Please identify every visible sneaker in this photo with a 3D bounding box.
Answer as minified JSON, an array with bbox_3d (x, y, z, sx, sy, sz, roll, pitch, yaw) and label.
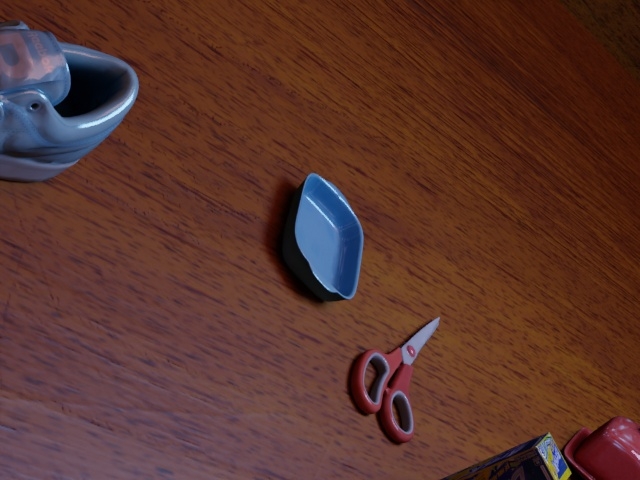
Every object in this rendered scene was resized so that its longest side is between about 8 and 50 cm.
[{"bbox_3d":[-0.286,-0.129,0.980,0.366,0.150,0.135,-10,71,-62],"label":"sneaker"}]

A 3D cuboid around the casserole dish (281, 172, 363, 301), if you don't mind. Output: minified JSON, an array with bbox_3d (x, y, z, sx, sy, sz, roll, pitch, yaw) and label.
[{"bbox_3d":[0.000,0.000,1.467,0.114,0.037,0.188,46,28,-23],"label":"casserole dish"}]

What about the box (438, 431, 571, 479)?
[{"bbox_3d":[0.185,0.271,1.356,0.054,0.169,0.059,62,26,4],"label":"box"}]

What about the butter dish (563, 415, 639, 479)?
[{"bbox_3d":[0.455,0.313,1.803,0.160,0.118,0.160,42,22,14],"label":"butter dish"}]

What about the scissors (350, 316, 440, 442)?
[{"bbox_3d":[0.098,0.135,1.512,0.109,0.021,0.297,50,29,-14],"label":"scissors"}]
